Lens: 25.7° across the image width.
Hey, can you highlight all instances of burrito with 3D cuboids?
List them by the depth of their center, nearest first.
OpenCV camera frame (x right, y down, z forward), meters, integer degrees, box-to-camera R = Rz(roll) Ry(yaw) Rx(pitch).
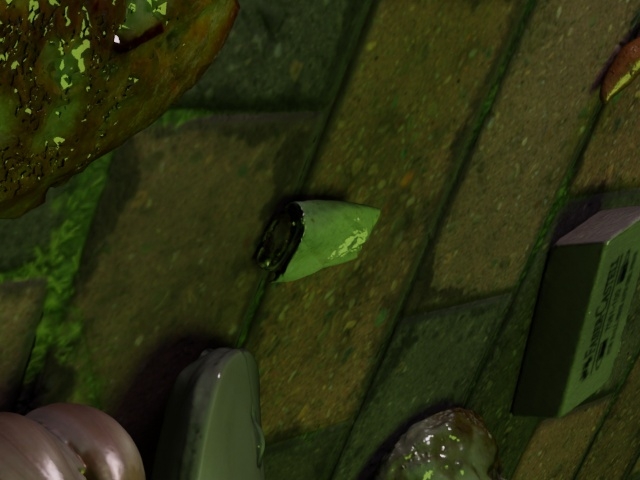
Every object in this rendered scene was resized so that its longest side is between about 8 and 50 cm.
[{"bbox_3d":[0.001,-0.003,1.229,0.118,0.044,0.074,-9,129,-49],"label":"burrito"}]

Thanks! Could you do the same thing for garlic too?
[{"bbox_3d":[-0.230,0.200,1.002,0.214,0.191,0.160,1,94,-42],"label":"garlic"}]

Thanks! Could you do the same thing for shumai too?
[{"bbox_3d":[0.180,0.328,1.658,0.272,0.204,0.222,-14,130,-44],"label":"shumai"}]

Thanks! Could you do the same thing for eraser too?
[{"bbox_3d":[0.328,0.095,1.756,0.111,0.077,0.352,-32,143,-36],"label":"eraser"}]

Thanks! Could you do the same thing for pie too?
[{"bbox_3d":[-0.167,-0.145,0.796,0.355,0.103,0.288,-31,142,-42],"label":"pie"}]

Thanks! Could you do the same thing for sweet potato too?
[{"bbox_3d":[0.364,-0.217,1.536,0.179,0.044,0.044,-48,149,-11],"label":"sweet potato"}]

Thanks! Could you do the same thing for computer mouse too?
[{"bbox_3d":[-0.089,0.256,1.192,0.197,0.095,0.330,13,85,-79],"label":"computer mouse"}]
